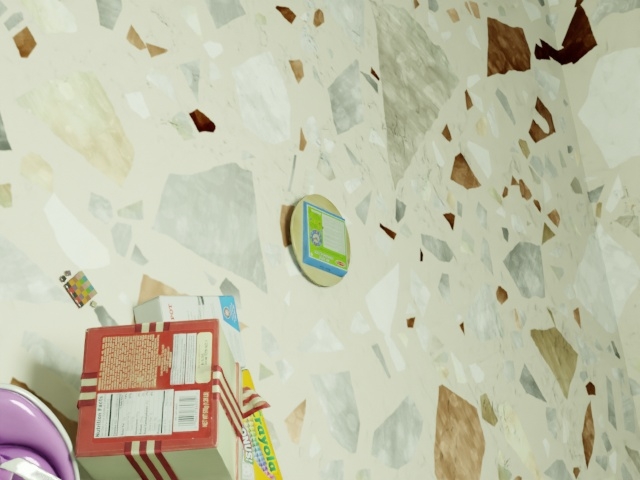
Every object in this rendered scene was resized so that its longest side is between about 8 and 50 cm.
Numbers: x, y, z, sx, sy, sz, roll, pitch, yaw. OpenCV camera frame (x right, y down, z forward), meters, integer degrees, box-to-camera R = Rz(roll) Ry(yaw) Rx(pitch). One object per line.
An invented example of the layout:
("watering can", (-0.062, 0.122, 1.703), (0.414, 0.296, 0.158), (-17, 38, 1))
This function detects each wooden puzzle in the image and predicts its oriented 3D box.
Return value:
("wooden puzzle", (-0.414, 0.084, 1.939), (0.083, 0.006, 0.049), (58, 39, -14))

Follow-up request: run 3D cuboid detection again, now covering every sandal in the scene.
("sandal", (-0.411, 0.399, 1.629), (0.169, 0.102, 0.417), (-22, 105, -21))

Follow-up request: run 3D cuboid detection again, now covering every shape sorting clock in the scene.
("shape sorting clock", (0.000, 0.000, 2.459), (0.206, 0.040, 0.206), (28, 54, -46))

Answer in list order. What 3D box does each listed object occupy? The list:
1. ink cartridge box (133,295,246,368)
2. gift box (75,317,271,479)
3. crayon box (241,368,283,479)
("ink cartridge box", (-0.237, 0.176, 2.054), (0.190, 0.082, 0.140), (3, 71, -49))
("gift box", (-0.228, 0.291, 1.797), (0.258, 0.276, 0.255), (82, 10, -59))
("crayon box", (-0.169, 0.379, 2.019), (0.165, 0.081, 0.279), (1, 66, -51))
